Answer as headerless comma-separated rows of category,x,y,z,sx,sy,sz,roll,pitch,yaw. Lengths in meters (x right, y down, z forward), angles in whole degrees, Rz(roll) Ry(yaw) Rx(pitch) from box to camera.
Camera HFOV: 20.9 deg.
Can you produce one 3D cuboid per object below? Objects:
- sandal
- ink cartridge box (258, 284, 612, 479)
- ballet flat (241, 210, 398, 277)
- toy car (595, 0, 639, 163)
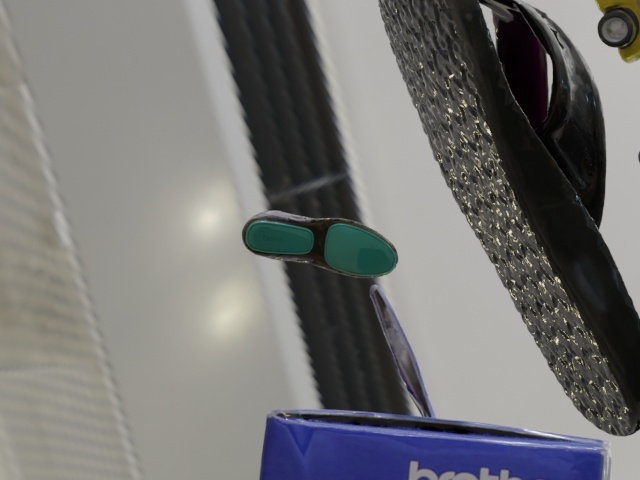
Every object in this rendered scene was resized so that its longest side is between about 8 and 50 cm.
sandal,0.167,-0.063,1.340,0.446,0.107,0.167,63,-15,-11
ink cartridge box,0.045,0.227,0.782,0.151,0.270,0.396,7,-102,7
ballet flat,0.000,0.000,1.252,0.114,0.041,0.041,11,-61,-4
toy car,0.215,-0.064,0.987,0.053,0.225,0.239,-24,-51,24
